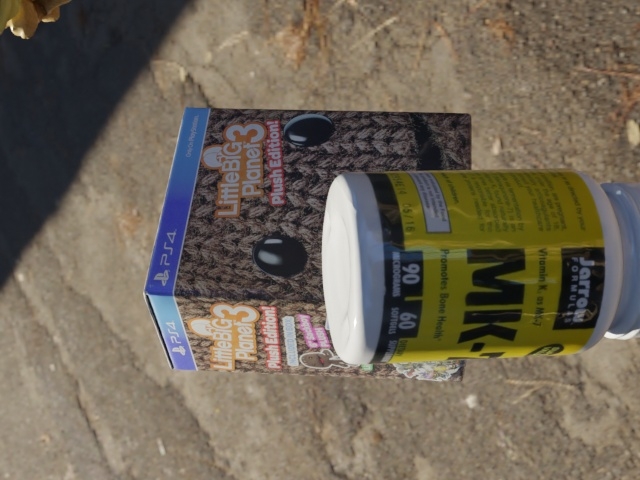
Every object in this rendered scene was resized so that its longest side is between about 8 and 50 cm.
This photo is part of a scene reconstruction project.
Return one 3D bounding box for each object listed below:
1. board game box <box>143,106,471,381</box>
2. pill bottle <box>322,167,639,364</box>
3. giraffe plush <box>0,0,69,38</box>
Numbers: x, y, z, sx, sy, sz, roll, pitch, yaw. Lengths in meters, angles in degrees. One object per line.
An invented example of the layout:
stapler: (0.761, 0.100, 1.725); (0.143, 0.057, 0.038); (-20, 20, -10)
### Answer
board game box: (0.000, 0.000, 0.991); (0.141, 0.291, 0.232); (84, -171, -53)
pill bottle: (0.112, 0.014, 0.628); (0.119, 0.209, 0.119); (178, 90, -80)
giraffe plush: (-0.161, -0.190, 0.474); (0.210, 0.181, 0.170); (19, 116, 19)
